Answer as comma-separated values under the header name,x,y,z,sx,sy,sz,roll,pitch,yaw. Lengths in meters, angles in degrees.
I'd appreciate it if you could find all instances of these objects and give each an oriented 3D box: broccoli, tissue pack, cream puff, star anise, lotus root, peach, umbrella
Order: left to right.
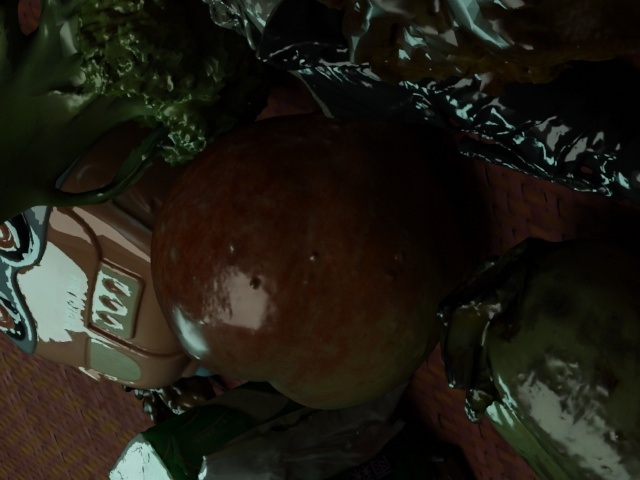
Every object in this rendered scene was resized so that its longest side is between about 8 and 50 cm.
name,x,y,z,sx,sy,sz,roll,pitch,yaw
broccoli,-0.182,-0.129,1.336,0.186,0.302,0.254,13,129,47
star anise,-0.159,0.127,1.856,0.177,0.073,0.234,47,161,28
tissue pack,-0.031,0.179,1.544,0.148,0.209,0.156,59,147,15
peach,0.000,0.000,1.343,0.232,0.232,0.232,37,149,26
umbrella,0.070,-0.099,1.185,0.357,0.106,0.113,30,-175,31
cream puff,0.065,-0.188,1.055,0.269,0.155,0.241,-13,118,53
lotus root,0.207,0.129,1.216,0.309,0.173,0.173,52,153,-2

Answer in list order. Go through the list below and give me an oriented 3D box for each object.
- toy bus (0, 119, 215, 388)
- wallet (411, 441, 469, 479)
name,x,y,z,sx,sy,sz,roll,pitch,yaw
toy bus,-0.148,0.001,1.580,0.232,0.194,0.288,31,148,11
wallet,0.122,0.275,1.651,0.137,0.031,0.255,5,127,58
